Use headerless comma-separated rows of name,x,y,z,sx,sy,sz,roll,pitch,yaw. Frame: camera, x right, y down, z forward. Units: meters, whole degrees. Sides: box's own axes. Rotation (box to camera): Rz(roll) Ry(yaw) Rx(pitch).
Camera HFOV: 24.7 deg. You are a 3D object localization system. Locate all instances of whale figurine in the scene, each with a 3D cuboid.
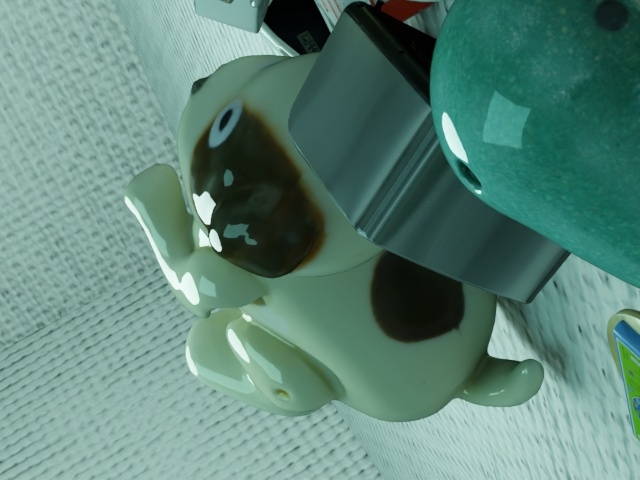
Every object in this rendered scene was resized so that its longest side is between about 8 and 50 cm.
whale figurine,0.160,-0.031,0.754,0.272,0.141,0.216,56,171,5

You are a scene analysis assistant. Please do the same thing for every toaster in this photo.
toaster,0.090,-0.055,0.964,0.168,0.110,0.185,20,-158,-35

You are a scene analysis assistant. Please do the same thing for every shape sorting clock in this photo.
shape sorting clock,0.265,0.131,0.993,0.206,0.040,0.206,55,168,17

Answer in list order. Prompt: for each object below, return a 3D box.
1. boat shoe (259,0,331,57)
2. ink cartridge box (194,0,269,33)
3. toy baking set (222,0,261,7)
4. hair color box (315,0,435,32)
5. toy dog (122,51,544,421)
boat shoe,-0.040,-0.245,1.436,0.258,0.095,0.084,49,166,6
ink cartridge box,-0.044,-0.283,1.078,0.065,0.165,0.332,18,168,-2
toy baking set,-0.003,-0.241,0.831,0.256,0.030,0.196,-21,61,54
hair color box,0.031,-0.217,1.194,0.093,0.053,0.167,61,170,-10
toy dog,0.000,0.000,1.302,0.395,0.284,0.408,40,165,31
